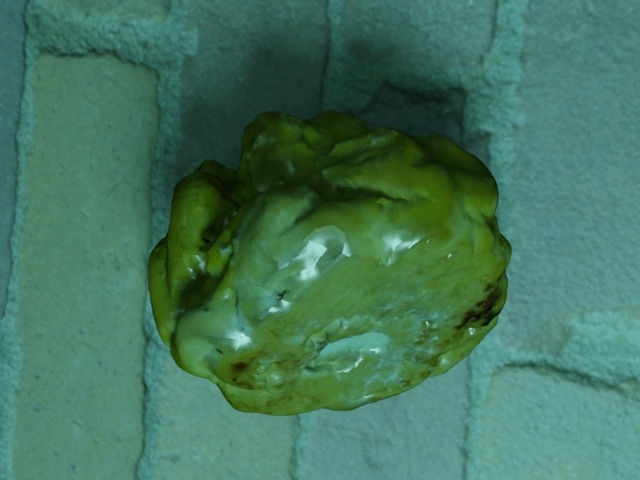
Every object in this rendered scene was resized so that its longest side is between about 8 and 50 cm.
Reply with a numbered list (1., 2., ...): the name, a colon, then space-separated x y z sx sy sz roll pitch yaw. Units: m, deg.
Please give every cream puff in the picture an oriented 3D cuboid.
1. cream puff: 0.002 -0.001 0.933 0.324 0.291 0.257 -47 51 29
